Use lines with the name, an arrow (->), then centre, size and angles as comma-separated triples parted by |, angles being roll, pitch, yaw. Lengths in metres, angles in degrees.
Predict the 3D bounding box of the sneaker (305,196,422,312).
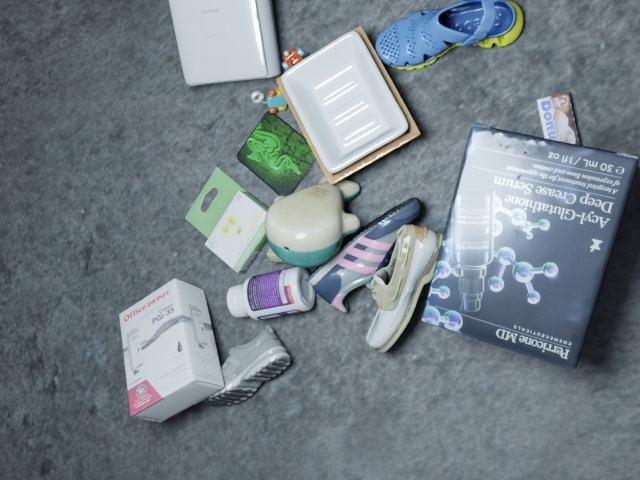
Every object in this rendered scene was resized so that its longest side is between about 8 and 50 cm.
sneaker -> 0.123, 0.035, 1.441 | 0.319, 0.112, 0.131 | -39, 92, 19

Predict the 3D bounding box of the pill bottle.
pill bottle -> -0.120, 0.131, 1.523 | 0.194, 0.108, 0.108 | -13, 84, 21

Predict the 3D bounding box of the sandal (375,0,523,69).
sandal -> 0.263, -0.458, 1.368 | 0.318, 0.138, 0.126 | -12, 86, 23

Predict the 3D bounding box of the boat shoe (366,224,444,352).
boat shoe -> 0.160, 0.100, 1.380 | 0.104, 0.113, 0.302 | 22, 106, -9

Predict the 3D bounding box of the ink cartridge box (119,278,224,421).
ink cartridge box -> -0.372, 0.268, 1.567 | 0.207, 0.117, 0.282 | -32, 55, 18

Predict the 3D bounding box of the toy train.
toy train -> -0.089, -0.385, 1.525 | 0.166, 0.125, 0.046 | -41, 49, 17

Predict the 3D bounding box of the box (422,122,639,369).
box -> 0.403, 0.002, 1.243 | 0.294, 0.212, 0.395 | 16, 99, 21

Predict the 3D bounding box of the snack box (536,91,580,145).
snack box -> 0.499, -0.213, 1.323 | 0.064, 0.022, 0.178 | -12, 84, 23

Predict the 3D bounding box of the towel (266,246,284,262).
towel -> -0.057, 0.005, 1.515 | 0.148, 0.027, 0.110 | 8, 70, 36

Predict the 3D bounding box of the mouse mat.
mouse mat -> -0.107, -0.213, 1.583 | 0.190, 0.007, 0.152 | 41, 103, 19

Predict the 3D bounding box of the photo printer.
photo printer -> -0.235, -0.540, 1.538 | 0.256, 0.107, 0.307 | 1, 111, 23

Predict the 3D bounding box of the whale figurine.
whale figurine -> -0.009, -0.043, 1.436 | 0.217, 0.272, 0.141 | 14, 131, 22

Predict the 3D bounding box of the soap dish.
soap dish -> 0.063, -0.299, 1.446 | 0.229, 0.118, 0.290 | -29, 78, 13

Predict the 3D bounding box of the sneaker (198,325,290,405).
sneaker -> -0.196, 0.315, 1.572 | 0.281, 0.105, 0.115 | -34, 54, 16

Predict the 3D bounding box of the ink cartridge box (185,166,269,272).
ink cartridge box -> -0.235, -0.055, 1.606 | 0.235, 0.056, 0.171 | 38, 103, 17
